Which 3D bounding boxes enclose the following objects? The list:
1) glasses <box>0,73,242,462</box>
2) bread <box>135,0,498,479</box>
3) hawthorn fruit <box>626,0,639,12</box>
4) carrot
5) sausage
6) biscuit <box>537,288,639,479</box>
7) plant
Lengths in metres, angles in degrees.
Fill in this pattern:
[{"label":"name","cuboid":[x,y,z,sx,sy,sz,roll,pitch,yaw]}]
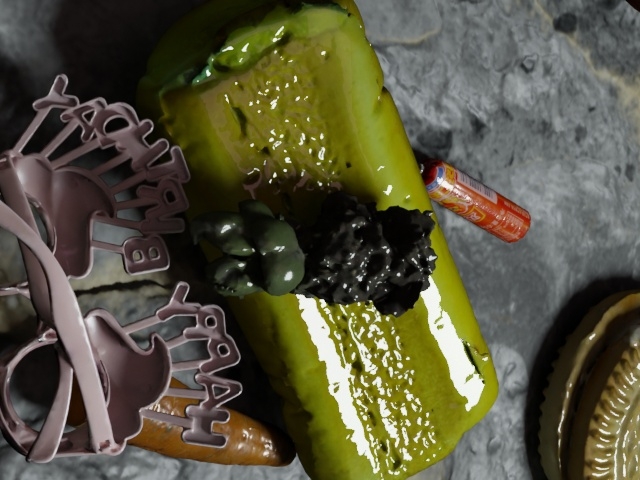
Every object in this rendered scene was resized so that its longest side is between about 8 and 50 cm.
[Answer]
[{"label":"glasses","cuboid":[-0.137,0.022,0.944,0.162,0.095,0.255,-19,92,-20]},{"label":"bread","cuboid":[0.000,0.000,1.088,0.166,0.112,0.383,-29,114,-12]},{"label":"hawthorn fruit","cuboid":[0.340,-0.279,1.274,0.258,0.258,0.261,-56,151,-20]},{"label":"carrot","cuboid":[-0.088,0.127,1.075,0.210,0.061,0.061,27,77,-43]},{"label":"sausage","cuboid":[0.118,-0.035,1.242,0.129,0.034,0.034,27,78,-40]},{"label":"biscuit","cuboid":[0.298,0.170,1.392,0.259,0.079,0.259,-7,101,-39]},{"label":"plant","cuboid":[-0.004,0.009,0.987,0.174,0.087,0.085,2,76,-27]}]
